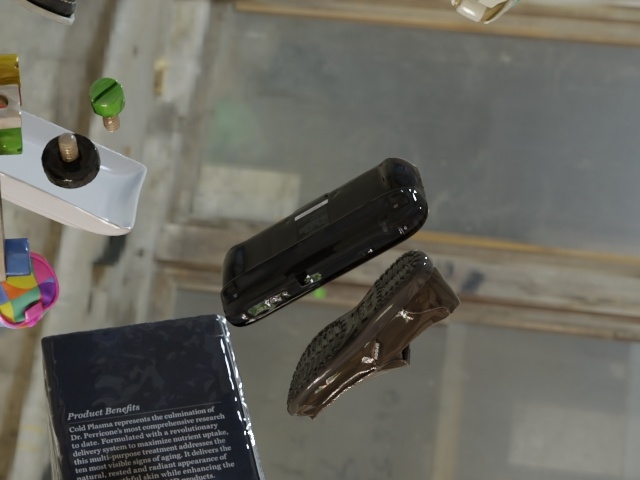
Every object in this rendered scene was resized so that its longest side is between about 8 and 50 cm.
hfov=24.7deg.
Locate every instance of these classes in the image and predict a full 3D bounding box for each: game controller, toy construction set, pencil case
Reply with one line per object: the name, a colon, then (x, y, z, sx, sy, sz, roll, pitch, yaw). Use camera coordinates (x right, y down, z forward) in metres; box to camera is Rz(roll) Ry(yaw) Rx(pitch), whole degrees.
game controller: (0.000, 0.000, 1.976, 0.067, 0.319, 0.166, 55, 16, -24)
toy construction set: (-0.374, -0.123, 1.362, 0.237, 0.309, 0.257, 94, 13, -60)
pencil case: (-0.417, 0.058, 1.795, 0.104, 0.236, 0.104, 0, 90, -39)

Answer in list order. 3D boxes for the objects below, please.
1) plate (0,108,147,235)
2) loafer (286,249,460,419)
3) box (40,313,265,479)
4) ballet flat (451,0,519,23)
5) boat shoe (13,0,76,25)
plate: (-0.353, -0.094, 1.773, 0.045, 0.277, 0.278, -62, -169, 15)
loafer: (0.050, 0.106, 1.392, 0.220, 0.078, 0.080, -45, -163, 29)
box: (-0.247, 0.449, 2.217, 0.480, 0.297, 0.471, 98, -18, -48)
ballet flat: (0.141, -0.224, 1.178, 0.087, 0.083, 0.247, -58, -178, -9)
boat shoe: (-0.388, -0.383, 1.981, 0.091, 0.114, 0.302, -58, -141, 15)
